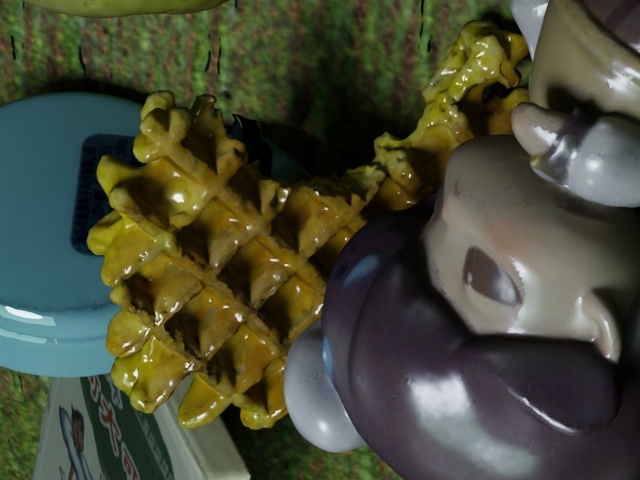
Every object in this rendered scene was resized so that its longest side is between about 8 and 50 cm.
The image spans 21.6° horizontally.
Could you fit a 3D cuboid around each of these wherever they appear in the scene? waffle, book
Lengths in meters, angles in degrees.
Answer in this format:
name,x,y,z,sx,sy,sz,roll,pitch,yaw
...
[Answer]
name,x,y,z,sx,sy,sz,roll,pitch,yaw
waffle,0.000,0.000,1.015,0.069,0.293,0.260,-129,35,-48
book,-0.157,0.188,1.291,0.260,0.043,0.371,60,147,34

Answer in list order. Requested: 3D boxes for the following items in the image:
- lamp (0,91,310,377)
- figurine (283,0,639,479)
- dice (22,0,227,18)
name,x,y,z,sx,sy,sz,roll,pitch,yaw
lamp,-0.138,-0.005,1.114,0.284,0.209,0.147,-8,142,12
figurine,0.111,-0.013,0.861,0.218,0.206,0.365,46,145,39
dice,-0.111,-0.270,0.848,0.238,0.233,0.227,19,133,13
